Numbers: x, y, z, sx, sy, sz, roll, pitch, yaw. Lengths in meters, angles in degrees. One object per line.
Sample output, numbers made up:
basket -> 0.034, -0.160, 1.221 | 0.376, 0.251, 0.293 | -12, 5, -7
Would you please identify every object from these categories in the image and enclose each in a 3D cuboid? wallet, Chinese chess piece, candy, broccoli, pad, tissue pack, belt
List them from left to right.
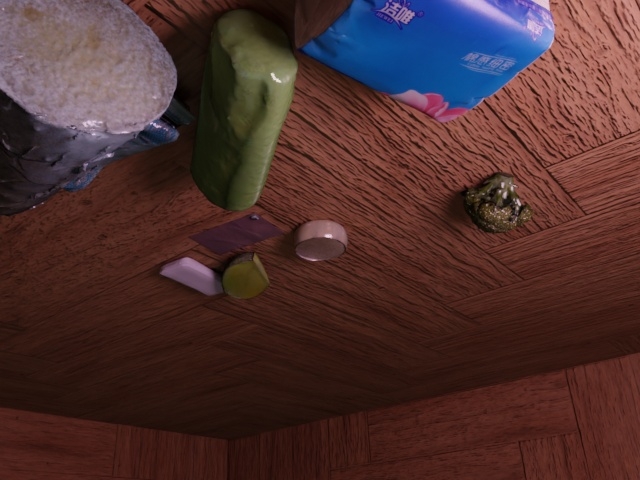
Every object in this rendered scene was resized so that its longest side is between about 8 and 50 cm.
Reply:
belt -> -0.333, -0.158, 0.984 | 0.302, 0.087, 0.072 | -19, 141, 27
wallet -> -0.305, 0.093, 1.522 | 0.095, 0.033, 0.190 | -18, 148, 29
pad -> -0.188, -0.010, 1.365 | 0.187, 0.006, 0.113 | -17, 150, 26
candy -> -0.123, -0.175, 0.919 | 0.132, 0.142, 0.343 | 16, 149, -7
Chinese chess piece -> 0.000, 0.000, 1.357 | 0.122, 0.051, 0.122 | 0, 153, 0
tissue pack -> 0.128, -0.273, 0.754 | 0.269, 0.137, 0.209 | 18, 144, -33
broccoli -> 0.347, -0.072, 1.194 | 0.130, 0.131, 0.120 | 12, 113, -1

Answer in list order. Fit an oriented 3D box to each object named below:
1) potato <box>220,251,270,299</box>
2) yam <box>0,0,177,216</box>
potato -> -0.184, 0.078, 1.487 | 0.119, 0.054, 0.198 | -2, 148, -2
yam -> -0.388, -0.176, 0.815 | 0.241, 0.241, 0.348 | 23, 145, -40
